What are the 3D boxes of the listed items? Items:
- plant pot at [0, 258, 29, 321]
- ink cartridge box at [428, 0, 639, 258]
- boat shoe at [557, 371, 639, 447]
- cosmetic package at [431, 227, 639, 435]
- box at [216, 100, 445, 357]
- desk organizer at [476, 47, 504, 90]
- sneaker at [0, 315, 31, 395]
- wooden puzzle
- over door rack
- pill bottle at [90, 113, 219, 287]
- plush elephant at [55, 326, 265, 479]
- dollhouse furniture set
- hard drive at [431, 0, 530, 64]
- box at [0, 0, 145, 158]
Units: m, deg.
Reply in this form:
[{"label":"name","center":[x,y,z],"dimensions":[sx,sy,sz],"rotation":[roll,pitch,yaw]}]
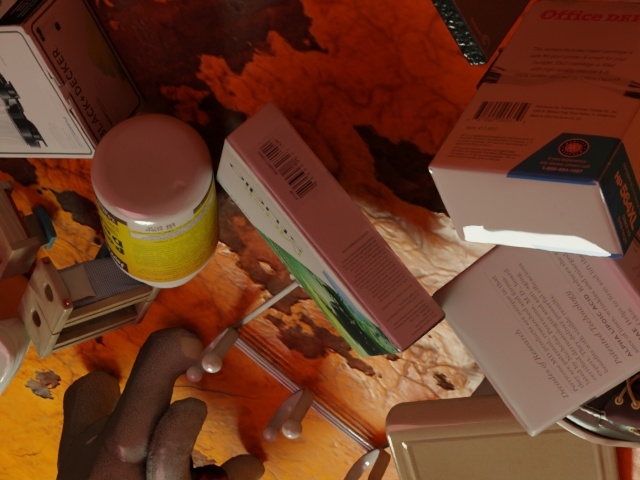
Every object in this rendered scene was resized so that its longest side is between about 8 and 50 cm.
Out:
[{"label":"plant pot","center":[-0.437,0.063,2.275],"dimensions":[0.188,0.205,0.205],"rotation":[33,149,-23]},{"label":"ink cartridge box","center":[0.199,-0.091,1.526],"dimensions":[0.148,0.203,0.086],"rotation":[7,138,36]},{"label":"boat shoe","center":[0.309,0.156,1.839],"dimensions":[0.228,0.081,0.068],"rotation":[20,140,10]},{"label":"cosmetic package","center":[0.226,0.038,1.645],"dimensions":[0.151,0.151,0.184],"rotation":[54,135,5]},{"label":"box","center":[0.000,0.000,1.767],"dimensions":[0.232,0.058,0.322],"rotation":[51,175,1]},{"label":"desk organizer","center":[0.178,-0.096,1.671],"dimensions":[0.047,0.050,0.130],"rotation":[6,136,36]},{"label":"sneaker","center":[-0.382,0.158,2.219],"dimensions":[0.080,0.094,0.212],"rotation":[47,123,1]},{"label":"wooden puzzle","center":[0.190,0.233,1.994],"dimensions":[0.221,0.044,0.238],"rotation":[-6,135,9]},{"label":"over door rack","center":[0.009,0.151,2.058],"dimensions":[0.239,0.108,0.324],"rotation":[39,145,-6]},{"label":"pill bottle","center":[-0.160,-0.031,1.957],"dimensions":[0.117,0.117,0.215],"rotation":[28,159,12]},{"label":"plush elephant","center":[-0.162,0.299,2.266],"dimensions":[0.255,0.330,0.272],"rotation":[28,142,-22]},{"label":"dollhouse furniture set","center":[-0.275,0.005,2.146],"dimensions":[0.183,0.129,0.129],"rotation":[61,149,16]},{"label":"hard drive","center":[0.128,-0.211,1.503],"dimensions":[0.022,0.135,0.094],"rotation":[-4,129,43]},{"label":"box","center":[-0.335,-0.171,1.986],"dimensions":[0.290,0.087,0.169],"rotation":[2,133,40]}]
